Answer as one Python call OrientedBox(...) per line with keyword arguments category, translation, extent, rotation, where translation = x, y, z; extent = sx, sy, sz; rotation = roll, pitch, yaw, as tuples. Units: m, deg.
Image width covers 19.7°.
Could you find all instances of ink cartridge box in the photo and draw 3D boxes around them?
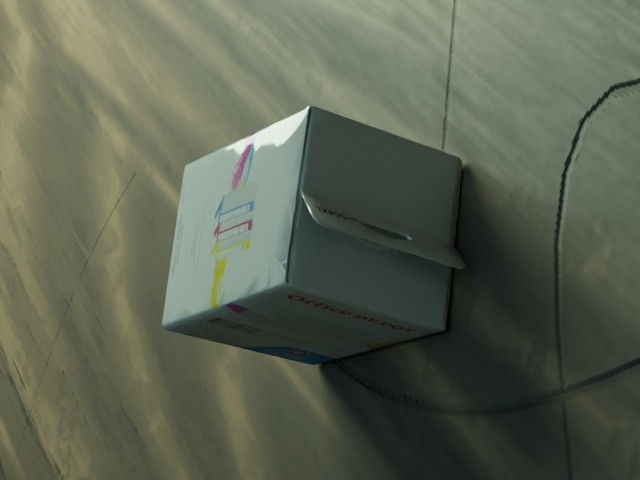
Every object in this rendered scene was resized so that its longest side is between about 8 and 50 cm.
OrientedBox(category="ink cartridge box", translation=(0.000, 0.000, 0.896), extent=(0.143, 0.092, 0.090), rotation=(-20, 59, 55))
